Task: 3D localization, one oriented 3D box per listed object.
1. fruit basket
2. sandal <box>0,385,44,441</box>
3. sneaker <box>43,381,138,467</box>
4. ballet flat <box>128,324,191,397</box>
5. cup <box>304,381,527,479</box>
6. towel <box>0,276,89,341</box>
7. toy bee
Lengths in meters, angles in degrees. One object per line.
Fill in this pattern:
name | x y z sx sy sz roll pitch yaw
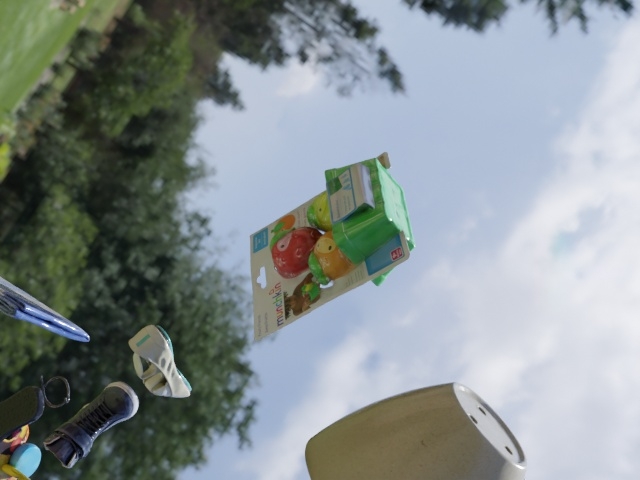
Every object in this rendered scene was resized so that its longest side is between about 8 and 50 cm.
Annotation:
fruit basket | 0.000 0.000 2.279 0.353 0.165 0.327 -25 -142 16
sandal | -0.454 0.261 1.703 0.179 0.040 0.067 -26 -112 32
sneaker | -0.480 0.388 2.429 0.226 0.086 0.163 -38 -175 43
ballet flat | -0.321 0.253 2.291 0.248 0.086 0.086 77 32 -51
cup | 0.174 0.354 1.788 0.237 0.331 0.331 -45 -164 13
towel | -0.559 0.093 2.049 0.034 0.285 0.209 -60 151 -5
toy bee | -0.619 0.387 2.223 0.195 0.162 0.298 -2 -109 23
